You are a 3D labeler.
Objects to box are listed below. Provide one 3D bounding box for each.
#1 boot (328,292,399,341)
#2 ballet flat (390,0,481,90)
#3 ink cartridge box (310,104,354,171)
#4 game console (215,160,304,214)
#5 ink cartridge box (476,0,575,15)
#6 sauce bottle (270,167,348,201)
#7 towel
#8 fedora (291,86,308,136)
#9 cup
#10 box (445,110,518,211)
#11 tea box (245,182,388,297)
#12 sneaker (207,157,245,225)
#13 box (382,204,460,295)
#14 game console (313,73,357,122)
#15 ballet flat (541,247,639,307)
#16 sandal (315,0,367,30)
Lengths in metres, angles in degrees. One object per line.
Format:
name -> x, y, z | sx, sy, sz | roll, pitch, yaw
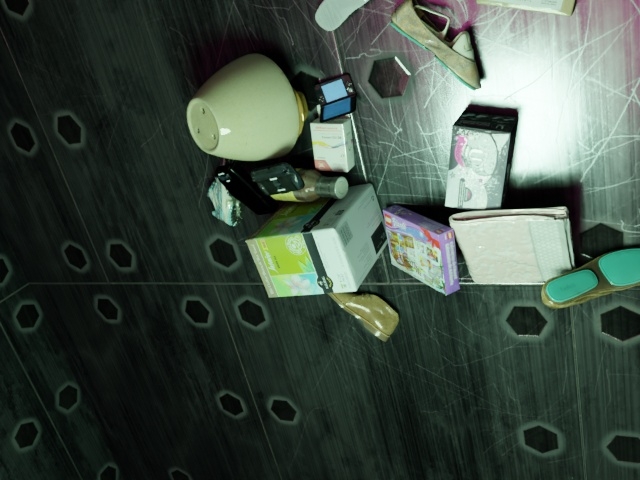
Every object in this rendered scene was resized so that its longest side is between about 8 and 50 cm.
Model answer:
boot -> 0.142, 0.219, 2.173 | 0.305, 0.112, 0.115 | 36, 97, 9
ballet flat -> 0.328, -0.531, 1.633 | 0.316, 0.107, 0.106 | 39, 120, 0
ink cartridge box -> 0.036, -0.319, 1.918 | 0.115, 0.067, 0.198 | 6, 119, 25
game console -> -0.176, -0.173, 1.938 | 0.361, 0.044, 0.213 | -4, 138, 50
ink cartridge box -> 0.513, -0.658, 1.475 | 0.235, 0.088, 0.193 | 16, 124, 19
sauce bottle -> -0.068, -0.177, 1.982 | 0.344, 0.111, 0.111 | 9, 122, 39
towel -> 0.562, 0.027, 1.775 | 0.317, 0.053, 0.332 | -2, 143, 27
fedora -> -0.095, -0.406, 1.913 | 0.194, 0.079, 0.194 | 29, 133, 36
cup -> -0.261, -0.376, 1.865 | 0.331, 0.237, 0.331 | 29, 133, 36
box -> 0.448, -0.218, 1.723 | 0.163, 0.142, 0.247 | 11, 121, 20
tea box -> 0.000, 0.000, 1.954 | 0.324, 0.329, 0.220 | -9, 114, 30
sneaker -> -0.348, -0.185, 2.163 | 0.122, 0.110, 0.283 | 16, 123, 22
box -> 0.305, 0.022, 1.882 | 0.293, 0.057, 0.201 | 33, 140, 57
game console -> 0.042, -0.427, 1.843 | 0.122, 0.071, 0.107 | -14, 110, 23
ballet flat -> 0.785, 0.116, 1.737 | 0.342, 0.124, 0.116 | -22, 66, 1
sandal -> 0.073, -0.683, 1.692 | 0.102, 0.076, 0.265 | 39, 150, -18
